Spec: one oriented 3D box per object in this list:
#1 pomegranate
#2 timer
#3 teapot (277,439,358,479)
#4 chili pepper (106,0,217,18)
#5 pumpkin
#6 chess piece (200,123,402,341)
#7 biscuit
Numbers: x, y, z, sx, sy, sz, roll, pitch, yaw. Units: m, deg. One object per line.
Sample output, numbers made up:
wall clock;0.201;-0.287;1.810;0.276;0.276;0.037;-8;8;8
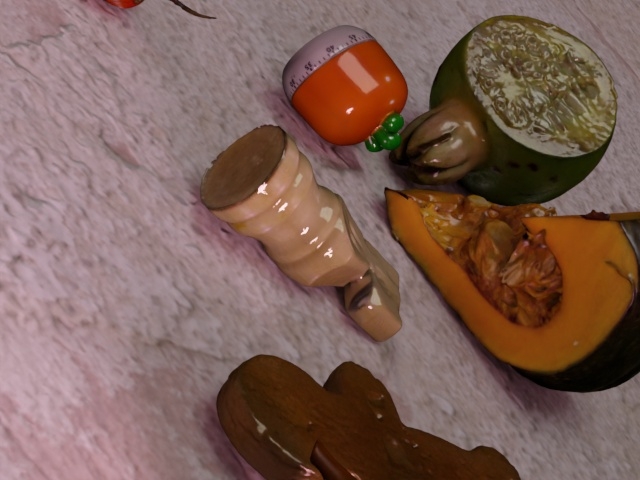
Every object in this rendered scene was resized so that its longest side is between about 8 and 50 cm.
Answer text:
pomegranate;0.186;-0.104;1.689;0.190;0.159;0.241;32;52;-2
timer;0.034;-0.136;1.552;0.136;0.099;0.136;23;38;-19
teapot;-0.015;0.195;0.984;0.116;0.116;0.173;39;52;-12
chili pepper;-0.169;-0.247;1.428;0.192;0.086;0.084;37;-4;4
pumpkin;0.206;0.003;1.495;0.280;0.190;0.139;54;27;20
chess piece;0.000;0.000;1.331;0.200;0.090;0.090;43;22;-31
biscuit;0.048;0.172;1.165;0.301;0.049;0.197;30;24;-29
